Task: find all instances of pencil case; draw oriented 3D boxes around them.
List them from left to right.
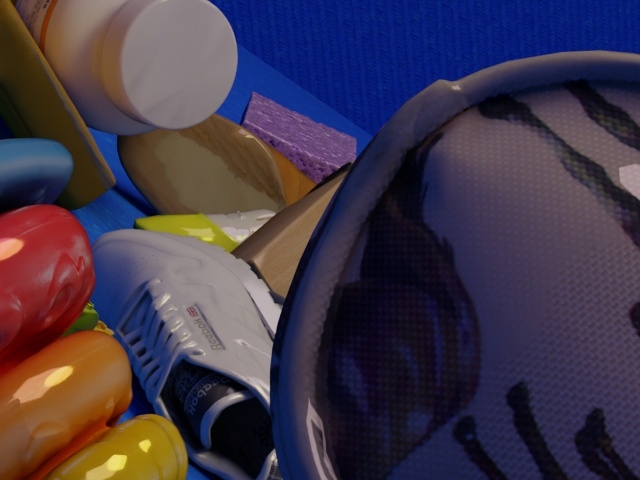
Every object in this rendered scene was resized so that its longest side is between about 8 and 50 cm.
[{"bbox_3d":[0.081,0.125,0.598,0.183,0.160,0.410,59,-11,27],"label":"pencil case"}]

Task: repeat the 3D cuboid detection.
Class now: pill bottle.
[{"bbox_3d":[-0.170,-0.156,1.488,0.136,0.136,0.246,31,-5,-37],"label":"pill bottle"}]

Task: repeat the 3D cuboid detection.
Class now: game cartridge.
[{"bbox_3d":[-0.258,-0.197,1.283,0.285,0.053,0.323,56,-4,26],"label":"game cartridge"}]

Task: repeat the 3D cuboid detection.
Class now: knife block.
[{"bbox_3d":[0.000,0.000,1.364,0.276,0.088,0.242,29,40,-43],"label":"knife block"}]

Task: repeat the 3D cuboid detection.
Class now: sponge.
[{"bbox_3d":[-0.022,-0.092,1.821,0.117,0.031,0.210,25,10,-5],"label":"sponge"}]

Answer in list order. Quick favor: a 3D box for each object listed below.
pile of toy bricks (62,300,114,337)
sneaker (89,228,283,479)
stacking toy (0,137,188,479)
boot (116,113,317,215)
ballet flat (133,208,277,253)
[{"bbox_3d":[-0.131,0.057,0.806,0.118,0.105,0.212,40,9,17],"label":"pile of toy bricks"},{"bbox_3d":[-0.070,0.066,1.097,0.235,0.090,0.095,41,18,32],"label":"sneaker"},{"bbox_3d":[-0.077,0.123,0.609,0.302,0.175,0.166,49,12,4],"label":"stacking toy"},{"bbox_3d":[-0.055,-0.025,1.651,0.295,0.104,0.211,33,0,-12],"label":"boot"},{"bbox_3d":[-0.036,0.022,1.466,0.231,0.077,0.077,33,2,-22],"label":"ballet flat"}]
